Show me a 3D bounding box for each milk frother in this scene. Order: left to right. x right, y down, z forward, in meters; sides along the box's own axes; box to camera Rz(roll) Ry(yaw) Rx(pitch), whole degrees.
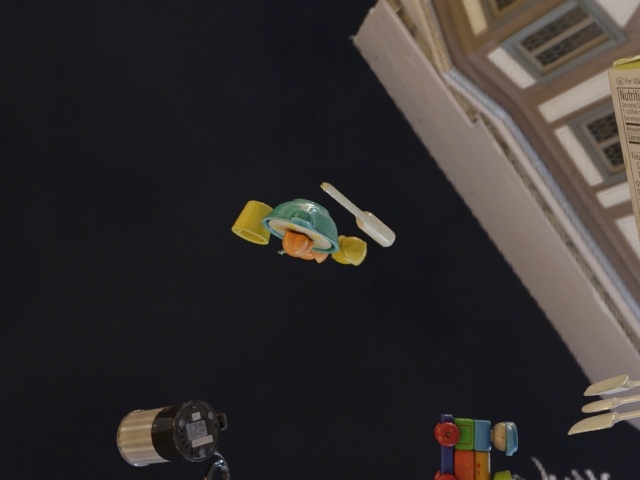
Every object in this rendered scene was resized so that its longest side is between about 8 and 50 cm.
[{"bbox_3d":[-0.205,0.313,1.035,0.129,0.135,0.143,23,-121,-44],"label":"milk frother"}]

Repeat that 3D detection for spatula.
[{"bbox_3d":[0.562,0.269,1.250,0.168,0.242,0.019,-29,-89,-50],"label":"spatula"}]

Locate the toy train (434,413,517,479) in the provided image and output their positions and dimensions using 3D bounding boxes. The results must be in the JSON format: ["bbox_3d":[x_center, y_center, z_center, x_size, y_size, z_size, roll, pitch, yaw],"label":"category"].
[{"bbox_3d":[0.275,0.438,1.270,0.143,0.105,0.248,0,-103,8],"label":"toy train"}]

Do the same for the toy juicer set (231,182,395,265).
[{"bbox_3d":[0.000,0.000,1.185,0.209,0.329,0.089,28,-107,-25],"label":"toy juicer set"}]

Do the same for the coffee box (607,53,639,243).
[{"bbox_3d":[0.479,-0.026,0.513,0.338,0.338,0.334,-22,-73,-10],"label":"coffee box"}]
